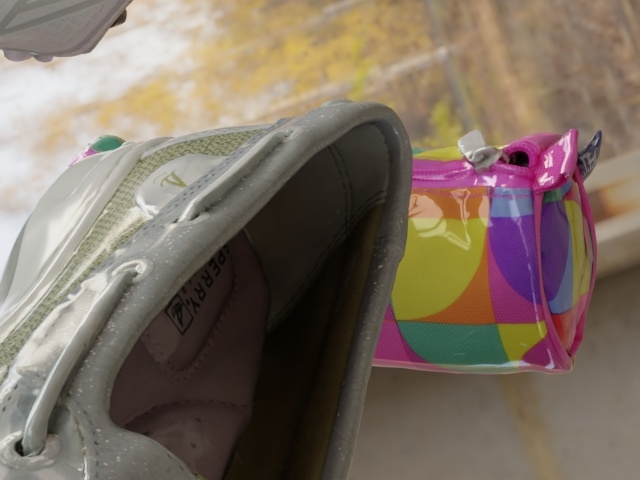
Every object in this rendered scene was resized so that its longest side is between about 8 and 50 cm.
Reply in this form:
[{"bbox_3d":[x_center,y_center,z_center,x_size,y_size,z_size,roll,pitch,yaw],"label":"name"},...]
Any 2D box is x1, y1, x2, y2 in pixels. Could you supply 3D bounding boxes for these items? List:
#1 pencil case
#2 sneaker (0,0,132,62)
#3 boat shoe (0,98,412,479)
[{"bbox_3d":[0.000,0.000,0.747,0.104,0.236,0.104,-2,-90,-67],"label":"pencil case"},{"bbox_3d":[-0.149,-0.108,0.724,0.118,0.292,0.110,55,-159,-49],"label":"sneaker"},{"bbox_3d":[-0.035,0.058,0.468,0.118,0.103,0.320,59,-159,-22],"label":"boat shoe"}]
